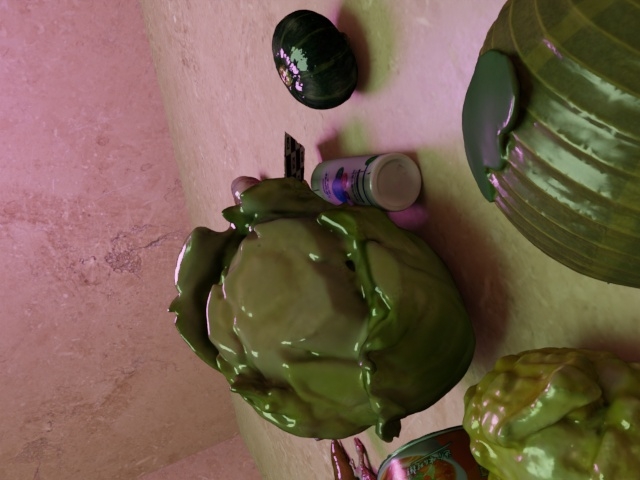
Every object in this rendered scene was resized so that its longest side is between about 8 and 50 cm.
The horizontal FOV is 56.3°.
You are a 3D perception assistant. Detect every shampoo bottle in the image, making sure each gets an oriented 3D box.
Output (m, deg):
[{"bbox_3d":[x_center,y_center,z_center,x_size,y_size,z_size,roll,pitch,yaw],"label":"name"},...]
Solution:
[{"bbox_3d":[0.056,-0.101,1.031,0.303,0.092,0.092,15,121,66],"label":"shampoo bottle"}]

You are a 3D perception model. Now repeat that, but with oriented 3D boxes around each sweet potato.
[{"bbox_3d":[0.072,0.687,1.701,0.244,0.077,0.077,59,157,28],"label":"sweet potato"}]

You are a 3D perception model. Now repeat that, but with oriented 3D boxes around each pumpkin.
[{"bbox_3d":[-0.008,-0.293,0.982,0.167,0.125,0.167,48,152,36],"label":"pumpkin"}]

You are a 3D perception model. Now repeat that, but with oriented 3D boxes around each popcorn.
[{"bbox_3d":[0.267,0.220,0.623,0.256,0.195,0.255,30,143,35],"label":"popcorn"}]

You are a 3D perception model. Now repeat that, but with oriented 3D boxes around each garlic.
[{"bbox_3d":[-0.185,-0.107,1.650,0.147,0.101,0.159,74,177,-49],"label":"garlic"}]

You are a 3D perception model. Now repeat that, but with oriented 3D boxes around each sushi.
[{"bbox_3d":[-0.032,-0.057,1.160,0.192,0.043,0.280,-1,-87,-80],"label":"sushi"}]

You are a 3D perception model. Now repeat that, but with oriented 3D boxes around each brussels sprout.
[{"bbox_3d":[0.020,0.114,0.923,0.425,0.343,0.361,36,178,34],"label":"brussels sprout"}]

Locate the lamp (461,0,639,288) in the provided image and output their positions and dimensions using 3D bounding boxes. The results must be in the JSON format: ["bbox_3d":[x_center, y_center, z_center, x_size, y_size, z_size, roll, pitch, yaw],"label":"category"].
[{"bbox_3d":[0.227,-0.071,0.414,0.250,0.250,0.284,55,163,38],"label":"lamp"}]

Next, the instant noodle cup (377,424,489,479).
[{"bbox_3d":[0.211,0.392,0.796,0.297,0.296,0.214,93,169,-46],"label":"instant noodle cup"}]

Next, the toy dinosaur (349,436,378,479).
[{"bbox_3d":[0.135,0.637,1.517,0.242,0.053,0.168,-135,39,-67],"label":"toy dinosaur"}]

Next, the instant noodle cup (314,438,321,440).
[{"bbox_3d":[0.035,0.428,1.483,0.127,0.135,0.127,51,151,42],"label":"instant noodle cup"}]
